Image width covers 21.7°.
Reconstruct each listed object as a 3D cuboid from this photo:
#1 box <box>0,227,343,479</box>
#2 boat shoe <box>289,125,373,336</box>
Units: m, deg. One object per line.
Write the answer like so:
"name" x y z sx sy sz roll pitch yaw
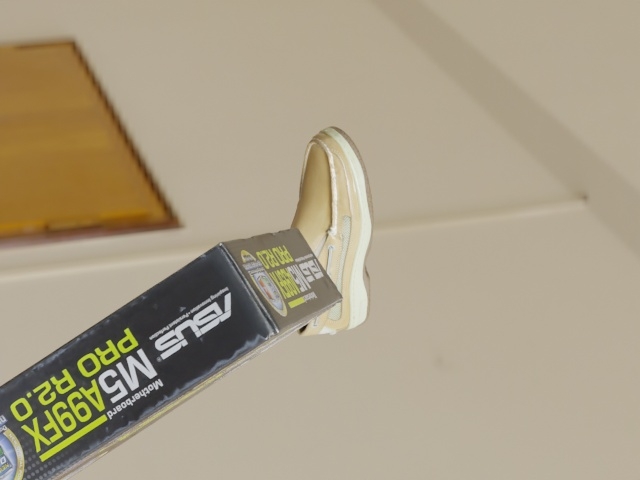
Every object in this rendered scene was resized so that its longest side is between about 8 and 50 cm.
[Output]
"box" -0.127 0.090 0.985 0.060 0.270 0.216 58 9 4
"boat shoe" 0.000 0.000 1.376 0.068 0.072 0.190 39 -40 51
